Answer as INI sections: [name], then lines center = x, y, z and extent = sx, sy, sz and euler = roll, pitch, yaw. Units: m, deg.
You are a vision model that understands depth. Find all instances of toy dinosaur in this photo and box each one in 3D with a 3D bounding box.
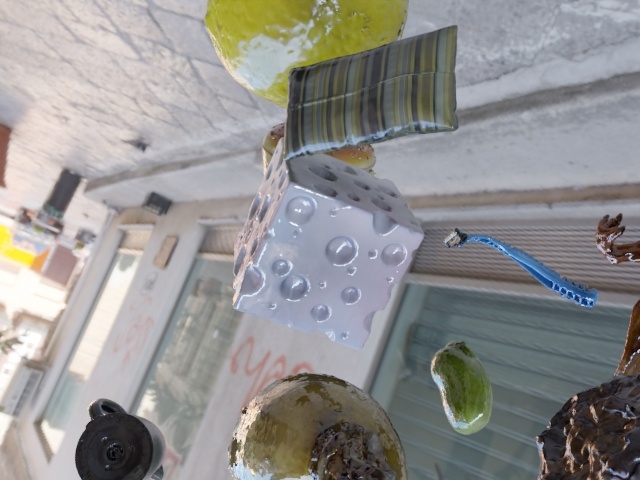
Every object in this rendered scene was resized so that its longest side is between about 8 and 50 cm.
[toy dinosaur]
center = 0.459, 0.054, 0.855
extent = 0.208, 0.432, 0.097
euler = 42, -160, -8

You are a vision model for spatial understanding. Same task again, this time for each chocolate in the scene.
[chocolate]
center = 0.286, 0.209, 0.601
extent = 0.206, 0.224, 0.177
euler = 9, 155, 42

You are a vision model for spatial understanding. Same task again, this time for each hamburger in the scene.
[hamburger]
center = -0.005, -0.204, 1.599
extent = 0.299, 0.176, 0.300
euler = 13, -160, -5

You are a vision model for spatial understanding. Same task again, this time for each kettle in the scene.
[kettle]
center = -0.400, 0.407, 1.280
extent = 0.202, 0.144, 0.232
euler = 45, 166, 10

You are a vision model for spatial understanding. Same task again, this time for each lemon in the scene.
[lemon]
center = -0.032, -0.402, 1.109
extent = 0.349, 0.350, 0.387
euler = 26, 147, -24

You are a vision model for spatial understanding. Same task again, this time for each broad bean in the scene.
[broad bean]
center = 0.272, 0.273, 1.209
extent = 0.082, 0.175, 0.125
euler = 2, 134, -27

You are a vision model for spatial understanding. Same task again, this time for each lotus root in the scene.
[lotus root]
center = -0.001, 0.207, 0.611
extent = 0.169, 0.151, 0.343
euler = 47, 158, 6

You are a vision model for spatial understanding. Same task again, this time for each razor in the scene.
[razor]
center = 0.322, 0.038, 1.016
extent = 0.253, 0.042, 0.082
euler = 27, 168, 5

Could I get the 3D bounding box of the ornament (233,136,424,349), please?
[ornament]
center = 0.000, 0.000, 1.111
extent = 0.239, 0.240, 0.239
euler = 20, -158, -15

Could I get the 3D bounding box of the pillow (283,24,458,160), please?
[pillow]
center = 0.044, -0.149, 0.656
extent = 0.203, 0.113, 0.038
euler = -6, 163, 33
